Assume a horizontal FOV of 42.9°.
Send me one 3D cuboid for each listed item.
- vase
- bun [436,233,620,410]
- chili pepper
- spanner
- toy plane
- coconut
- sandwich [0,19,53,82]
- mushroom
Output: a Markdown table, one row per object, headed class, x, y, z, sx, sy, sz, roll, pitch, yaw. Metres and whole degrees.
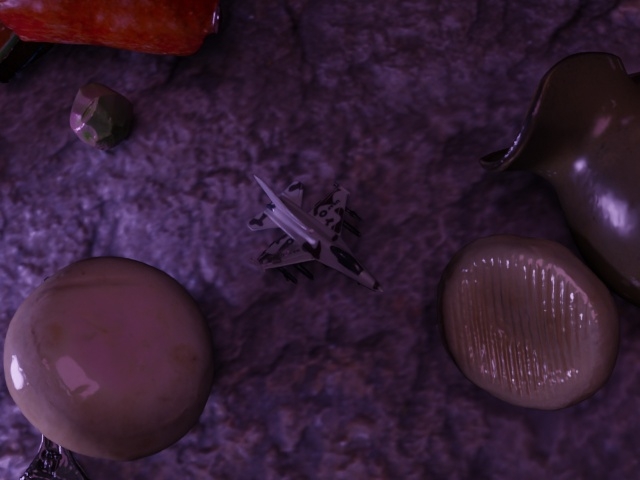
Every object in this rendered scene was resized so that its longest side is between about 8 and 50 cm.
| class | x | y | z | sx | sy | sz | roll | pitch | yaw |
| --- | --- | --- | --- | --- | --- | --- | --- | --- | --- |
| vase | 0.390 | -0.095 | 0.954 | 0.302 | 0.241 | 0.329 | 41 | 52 | 10 |
| bun | 0.246 | 0.090 | 0.960 | 0.222 | 0.127 | 0.222 | 5 | 100 | 31 |
| chili pepper | -0.274 | -0.367 | 1.030 | 0.305 | 0.229 | 0.251 | 0 | 121 | -7 |
| spanner | -0.340 | 0.202 | 1.049 | 0.093 | 0.026 | 0.326 | -5 | 78 | 3 |
| toy plane | -0.001 | 0.004 | 1.028 | 0.160 | 0.082 | 0.234 | -42 | 66 | -12 |
| coconut | -0.293 | -0.164 | 1.091 | 0.083 | 0.082 | 0.081 | -19 | 43 | -38 |
| sandwich | -0.418 | -0.327 | 1.140 | 0.159 | 0.079 | 0.235 | -1 | 75 | 15 |
| mushroom | -0.255 | 0.144 | 0.975 | 0.246 | 0.202 | 0.246 | 19 | 57 | -32 |
